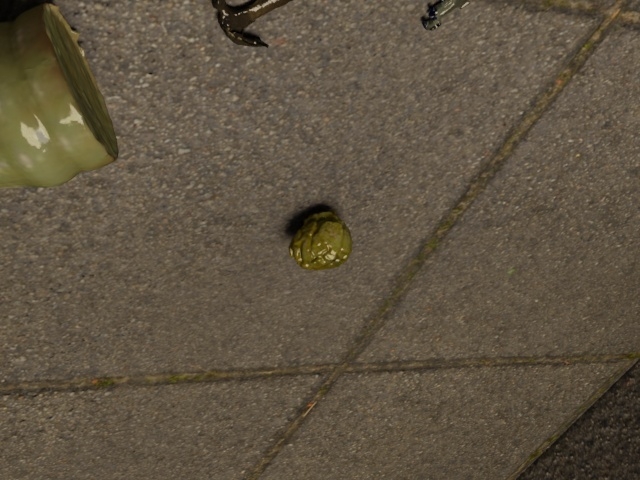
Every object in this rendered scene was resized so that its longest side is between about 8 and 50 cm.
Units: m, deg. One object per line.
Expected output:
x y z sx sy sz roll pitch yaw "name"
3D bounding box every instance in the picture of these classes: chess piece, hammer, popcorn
-0.497 -0.117 1.559 0.442 0.234 0.234 -23 147 3 "chess piece"
-0.005 -0.361 1.713 0.297 0.027 0.125 -28 147 2 "hammer"
0.000 0.000 2.160 0.120 0.116 0.106 -9 102 -27 "popcorn"

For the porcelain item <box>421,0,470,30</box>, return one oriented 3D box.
0.202 -0.372 1.839 0.136 0.021 0.075 -34 147 12 "porcelain item"
